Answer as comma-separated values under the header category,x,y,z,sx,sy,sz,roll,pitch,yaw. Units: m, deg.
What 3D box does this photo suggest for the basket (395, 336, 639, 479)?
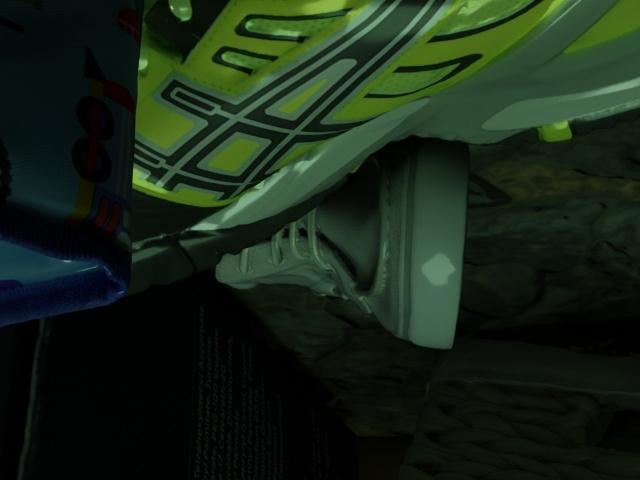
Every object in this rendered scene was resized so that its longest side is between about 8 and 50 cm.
category,x,y,z,sx,sy,sz,roll,pitch,yaw
basket,0.212,0.273,0.894,0.328,0.266,0.331,6,133,22

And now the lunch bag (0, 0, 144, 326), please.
category,x,y,z,sx,sy,sz,roll,pitch,yaw
lunch bag,-0.204,-0.063,0.467,0.293,0.220,0.138,-20,146,33

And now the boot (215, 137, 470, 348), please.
category,x,y,z,sx,sy,sz,roll,pitch,yaw
boot,0.000,0.000,0.656,0.123,0.095,0.258,5,174,-1

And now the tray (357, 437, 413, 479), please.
category,x,y,z,sx,sy,sz,roll,pitch,yaw
tray,0.038,0.284,1.269,0.203,0.076,0.411,-1,151,3

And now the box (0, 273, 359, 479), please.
category,x,y,z,sx,sy,sz,roll,pitch,yaw
box,-0.271,0.201,0.882,0.480,0.297,0.472,-9,152,18

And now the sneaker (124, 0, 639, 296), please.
category,x,y,z,sx,sy,sz,roll,pitch,yaw
sneaker,-0.029,-0.090,0.514,0.385,0.145,0.147,-21,146,16
